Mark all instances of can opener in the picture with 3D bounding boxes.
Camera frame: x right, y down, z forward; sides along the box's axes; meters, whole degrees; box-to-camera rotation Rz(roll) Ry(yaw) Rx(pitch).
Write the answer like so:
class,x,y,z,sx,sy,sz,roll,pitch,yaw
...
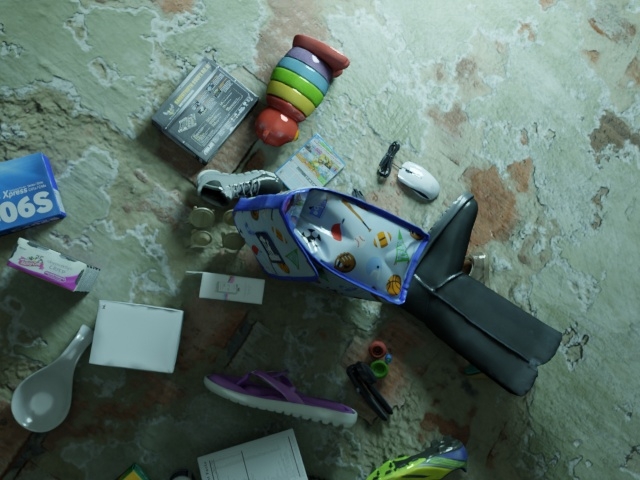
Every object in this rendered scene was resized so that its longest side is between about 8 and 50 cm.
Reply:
class,x,y,z,sx,sy,sz,roll,pitch,yaw
can opener,0.131,0.405,1.787,0.059,0.073,0.186,-33,101,-20

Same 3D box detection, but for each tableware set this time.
class,x,y,z,sx,sy,sz,roll,pitch,yaw
tableware set,-0.264,-0.031,1.724,0.168,0.141,0.020,3,43,-14

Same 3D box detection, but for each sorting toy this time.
class,x,y,z,sx,sy,sz,roll,pitch,yaw
sorting toy,0.162,0.319,1.812,0.061,0.042,0.102,-3,97,5

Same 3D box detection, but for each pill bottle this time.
class,x,y,z,sx,sy,sz,roll,pitch,yaw
pill bottle,-0.342,0.608,1.646,0.067,0.120,0.067,1,84,-10

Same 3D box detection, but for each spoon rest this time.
class,x,y,z,sx,sy,sz,roll,pitch,yaw
spoon rest,-0.643,0.336,1.634,0.137,0.084,0.276,32,79,-6

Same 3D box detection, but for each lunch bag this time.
class,x,y,z,sx,sy,sz,roll,pitch,yaw
lunch bag,0.000,0.000,1.620,0.385,0.328,0.239,27,78,-26

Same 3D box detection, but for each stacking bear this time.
class,x,y,z,sx,sy,sz,roll,pitch,yaw
stacking bear,-0.070,-0.380,1.776,0.164,0.175,0.289,30,88,-9

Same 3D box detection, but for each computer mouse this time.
class,x,y,z,sx,sy,sz,roll,pitch,yaw
computer mouse,0.258,-0.186,1.871,0.193,0.042,0.106,32,79,-6

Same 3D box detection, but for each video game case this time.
class,x,y,z,sx,sy,sz,roll,pitch,yaw
video game case,-0.029,-0.196,1.832,0.166,0.015,0.119,-44,93,-11

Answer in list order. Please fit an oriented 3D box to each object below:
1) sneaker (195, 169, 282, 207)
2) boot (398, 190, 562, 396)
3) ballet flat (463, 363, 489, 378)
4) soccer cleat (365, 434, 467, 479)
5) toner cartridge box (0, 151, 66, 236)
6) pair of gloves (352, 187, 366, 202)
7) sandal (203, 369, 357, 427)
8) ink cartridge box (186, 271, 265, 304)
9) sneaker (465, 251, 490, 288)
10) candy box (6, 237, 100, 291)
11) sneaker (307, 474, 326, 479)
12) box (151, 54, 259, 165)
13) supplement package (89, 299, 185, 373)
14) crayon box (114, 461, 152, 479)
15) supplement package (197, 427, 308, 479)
class,x,y,z,sx,sy,sz,roll,pitch,yaw
sneaker,-0.211,-0.122,1.724,0.228,0.132,0.086,1,117,-5
boot,0.445,0.139,1.760,0.445,0.146,0.367,37,99,11
ballet flat,0.508,0.340,1.854,0.232,0.080,0.073,-28,105,-10
soccer cleat,0.261,0.620,1.773,0.289,0.093,0.121,-18,95,-11
toner cartridge box,-0.828,-0.087,1.643,0.347,0.075,0.165,-18,87,-11
pair of gloves,0.087,-0.100,1.847,0.083,0.010,0.074,-27,90,-13
sandal,-0.095,0.377,1.697,0.416,0.169,0.102,20,84,-21
ink cartridge box,-0.248,0.121,1.711,0.198,0.115,0.067,8,84,-9
sneaker,0.438,0.127,1.875,0.071,0.066,0.188,-1,82,9
candy box,-0.625,0.064,1.586,0.159,0.233,0.071,23,81,-7
sneaker,0.044,0.698,1.731,0.234,0.078,0.106,31,78,-8
box,-0.304,-0.344,1.773,0.183,0.056,0.231,38,79,-5
supplement package,-0.438,0.230,1.621,0.194,0.203,0.149,9,83,-9
crayon box,-0.429,0.710,1.640,0.165,0.081,0.278,-41,93,-12
supplement package,-0.167,0.579,1.655,0.244,0.134,0.139,-13,62,-11
